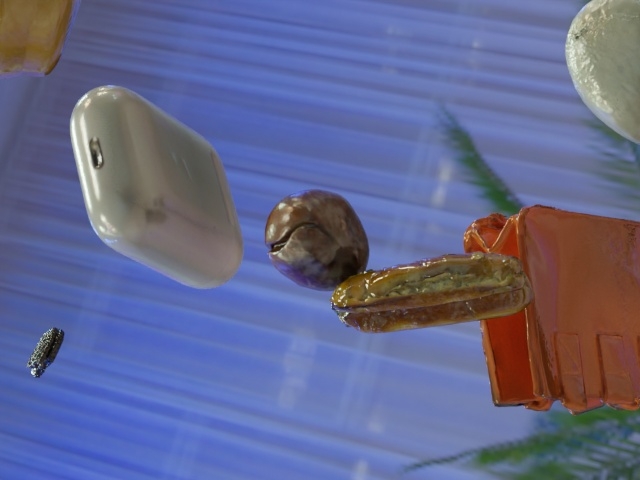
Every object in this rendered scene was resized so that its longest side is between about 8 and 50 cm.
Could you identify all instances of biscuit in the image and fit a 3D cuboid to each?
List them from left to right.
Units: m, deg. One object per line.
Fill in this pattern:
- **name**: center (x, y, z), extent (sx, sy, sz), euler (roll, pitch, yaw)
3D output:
- **biscuit**: center (-0.392, 0.162, 1.870), extent (0.087, 0.027, 0.089), euler (-56, 15, 16)

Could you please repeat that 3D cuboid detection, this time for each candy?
- **candy**: center (0.519, -0.272, 2.041), extent (0.295, 0.295, 0.185), euler (-64, 3, -36)

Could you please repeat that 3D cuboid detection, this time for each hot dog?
- **hot dog**: center (0.140, 0.067, 1.715), extent (0.115, 0.269, 0.072), euler (57, -151, -61)

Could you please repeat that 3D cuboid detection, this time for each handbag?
- **handbag**: center (0.391, 0.110, 1.967), extent (0.410, 0.116, 0.303), euler (7, -109, -44)

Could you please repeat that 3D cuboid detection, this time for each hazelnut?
- **hazelnut**: center (0.000, 0.000, 1.790), extent (0.154, 0.143, 0.143), euler (50, -140, -14)

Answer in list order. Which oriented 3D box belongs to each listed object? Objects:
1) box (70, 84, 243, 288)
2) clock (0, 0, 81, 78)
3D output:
- **box**: center (-0.259, -0.081, 2.119), extent (0.349, 0.141, 0.289), euler (32, -145, -58)
- **clock**: center (-0.349, -0.327, 1.502), extent (0.244, 0.200, 0.317), euler (113, 160, -48)
